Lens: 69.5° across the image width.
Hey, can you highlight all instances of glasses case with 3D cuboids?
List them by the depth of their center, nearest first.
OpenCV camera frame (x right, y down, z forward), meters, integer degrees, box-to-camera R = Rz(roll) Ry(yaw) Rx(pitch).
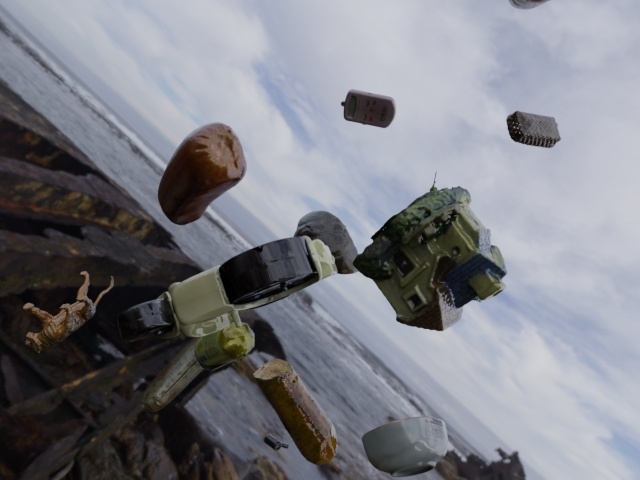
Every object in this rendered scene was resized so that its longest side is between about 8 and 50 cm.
[{"bbox_3d":[-0.466,0.431,1.665,0.098,0.425,0.156,49,-26,-11],"label":"glasses case"}]

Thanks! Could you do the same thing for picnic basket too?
[{"bbox_3d":[0.708,-0.369,1.523,0.193,0.110,0.055,2,-20,-24],"label":"picnic basket"}]

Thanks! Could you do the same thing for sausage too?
[{"bbox_3d":[-0.188,-0.089,0.678,0.300,0.083,0.089,-22,-86,59],"label":"sausage"}]

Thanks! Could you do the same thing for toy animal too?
[{"bbox_3d":[-0.595,0.167,1.142,0.114,0.255,0.116,12,-60,22],"label":"toy animal"}]

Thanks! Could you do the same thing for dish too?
[{"bbox_3d":[0.257,0.617,1.355,0.256,0.256,0.117,50,24,-49],"label":"dish"}]

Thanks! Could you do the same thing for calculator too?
[{"bbox_3d":[0.148,-0.409,1.430,0.175,0.100,0.032,13,33,5],"label":"calculator"}]

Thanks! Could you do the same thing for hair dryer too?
[{"bbox_3d":[-0.110,0.545,1.230,0.047,0.026,0.083,18,-19,43],"label":"hair dryer"}]

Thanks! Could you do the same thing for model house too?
[{"bbox_3d":[0.279,0.067,1.124,0.261,0.321,0.266,-6,57,-53],"label":"model house"}]

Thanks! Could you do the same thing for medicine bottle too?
[{"bbox_3d":[-0.303,0.332,1.465,0.124,0.124,0.239,45,-41,-15],"label":"medicine bottle"}]

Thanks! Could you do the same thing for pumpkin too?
[{"bbox_3d":[0.000,0.000,1.640,0.312,0.148,0.169,22,-60,29],"label":"pumpkin"}]

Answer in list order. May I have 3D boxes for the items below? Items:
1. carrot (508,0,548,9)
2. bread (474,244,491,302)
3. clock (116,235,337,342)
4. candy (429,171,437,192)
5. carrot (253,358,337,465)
[{"bbox_3d":[0.505,-0.621,1.062,0.159,0.159,0.225,43,1,-3],"label":"carrot"},{"bbox_3d":[0.641,0.120,2.020,0.225,0.250,0.279,35,-7,-37],"label":"bread"},{"bbox_3d":[-0.166,0.100,0.890,0.276,0.379,0.120,17,53,-72],"label":"clock"},{"bbox_3d":[0.499,-0.252,2.016,0.035,0.035,0.123,47,-28,41],"label":"candy"},{"bbox_3d":[-0.056,0.446,1.207,0.301,0.114,0.114,60,-9,-11],"label":"carrot"}]
